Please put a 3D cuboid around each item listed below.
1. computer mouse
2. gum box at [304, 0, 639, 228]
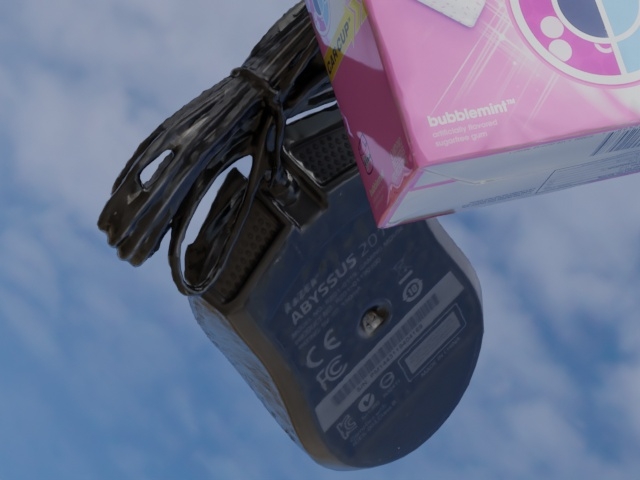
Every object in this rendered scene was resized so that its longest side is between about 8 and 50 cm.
[{"bbox_3d":[0.000,0.000,0.796,0.072,0.188,0.272,34,-21,38],"label":"computer mouse"},{"bbox_3d":[0.099,-0.081,0.658,0.062,0.188,0.107,121,-45,-66],"label":"gum box"}]
